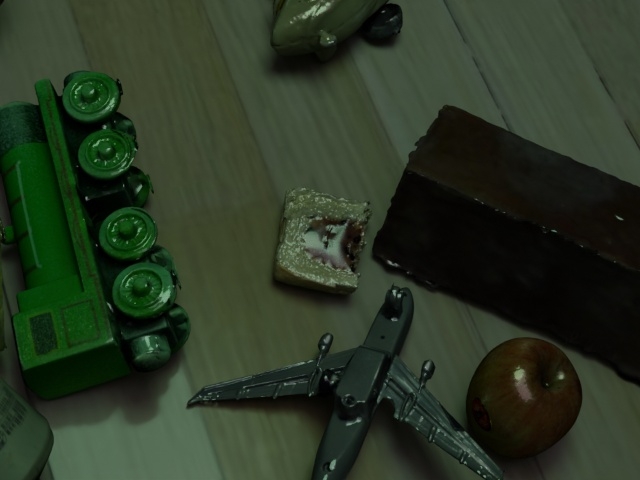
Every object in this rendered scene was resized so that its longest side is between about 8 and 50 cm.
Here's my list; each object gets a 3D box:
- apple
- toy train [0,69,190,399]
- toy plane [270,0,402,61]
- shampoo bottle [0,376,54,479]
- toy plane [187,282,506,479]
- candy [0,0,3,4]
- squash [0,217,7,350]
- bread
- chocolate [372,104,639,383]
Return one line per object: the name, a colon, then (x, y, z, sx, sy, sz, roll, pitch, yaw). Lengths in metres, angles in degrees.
apple: (0.142, 0.111, 0.842, 0.084, 0.071, 0.084, 16, 58, -27)
toy train: (-0.172, -0.011, 0.845, 0.119, 0.085, 0.251, -18, 60, -5)
toy plane: (0.042, -0.249, 1.038, 0.108, 0.092, 0.286, 24, 55, 32)
shampoo bottle: (-0.235, 0.102, 0.718, 0.087, 0.118, 0.234, -40, 105, 0)
toy plane: (0.027, 0.111, 0.825, 0.226, 0.058, 0.226, 14, 56, 15)
candy: (-0.310, -0.305, 0.990, 0.124, 0.124, 0.365, 3, 49, -11)
squash: (-0.269, -0.012, 0.818, 0.200, 0.090, 0.075, 38, 63, 26)
bread: (0.000, 0.000, 0.900, 0.070, 0.035, 0.083, 15, 60, -2)
chocolate: (0.210, 0.012, 0.907, 0.321, 0.112, 0.112, 24, 48, 3)
